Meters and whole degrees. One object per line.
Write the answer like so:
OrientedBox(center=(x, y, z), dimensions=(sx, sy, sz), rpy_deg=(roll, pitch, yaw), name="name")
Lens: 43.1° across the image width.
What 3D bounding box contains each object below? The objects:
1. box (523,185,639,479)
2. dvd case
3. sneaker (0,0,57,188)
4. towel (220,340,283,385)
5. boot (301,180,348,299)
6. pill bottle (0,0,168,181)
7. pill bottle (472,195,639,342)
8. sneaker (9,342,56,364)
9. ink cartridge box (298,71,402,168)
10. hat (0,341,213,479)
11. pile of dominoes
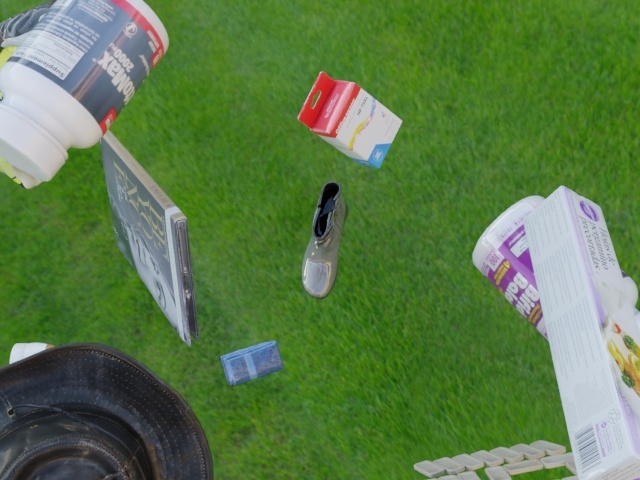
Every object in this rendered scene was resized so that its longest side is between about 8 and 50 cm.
OrientedBox(center=(0.260, 0.085, 0.776), dimensions=(0.067, 0.063, 0.324), rpy_deg=(-47, 28, 37), name="box")
OrientedBox(center=(-0.194, -0.007, 0.904), dimensions=(0.018, 0.164, 0.221), rpy_deg=(-19, 40, -26), name="dvd case")
OrientedBox(center=(-0.384, -0.199, 1.123), dimensions=(0.145, 0.384, 0.147), rpy_deg=(-37, 92, -32), name="sneaker")
OrientedBox(center=(-0.136, 0.246, 1.627), dimensions=(0.119, 0.029, 0.067), rpy_deg=(-16, 95, -13), name="towel")
OrientedBox(center=(0.000, 0.000, 1.765), dimensions=(0.083, 0.161, 0.246), rpy_deg=(11, 83, 9), name="boot")
OrientedBox(center=(-0.234, -0.149, 0.761), dimensions=(0.108, 0.108, 0.180), rpy_deg=(21, 70, 30), name="pill bottle")
OrientedBox(center=(0.408, 0.081, 1.339), dimensions=(0.169, 0.169, 0.301), rpy_deg=(-39, 64, -5), name="pill bottle")
OrientedBox(center=(-0.541, 0.347, 1.596), dimensions=(0.123, 0.106, 0.290), rpy_deg=(0, 97, -7), name="sneaker")
OrientedBox(center=(0.071, -0.280, 1.892), dimensions=(0.078, 0.231, 0.134), rpy_deg=(21, 84, 50), name="ink cartridge box")
OrientedBox(center=(-0.275, 0.274, 0.826), dimensions=(0.331, 0.134, 0.331), rpy_deg=(-1, 95, -7), name="hat")
OrientedBox(center=(0.277, 0.367, 1.230), dimensions=(0.251, 0.196, 0.040), rpy_deg=(-9, 94, -3), name="pile of dominoes")
